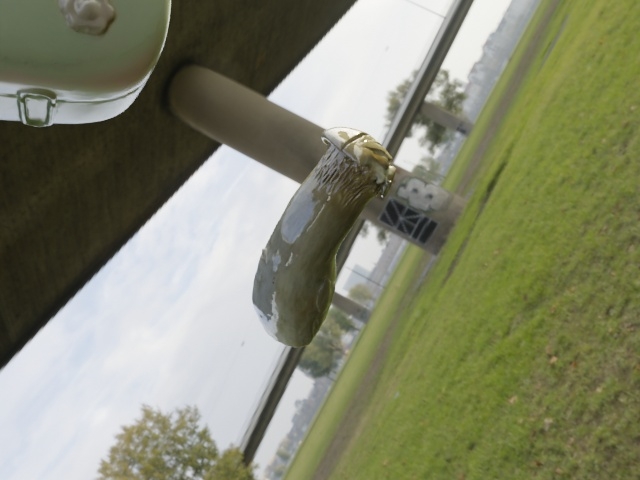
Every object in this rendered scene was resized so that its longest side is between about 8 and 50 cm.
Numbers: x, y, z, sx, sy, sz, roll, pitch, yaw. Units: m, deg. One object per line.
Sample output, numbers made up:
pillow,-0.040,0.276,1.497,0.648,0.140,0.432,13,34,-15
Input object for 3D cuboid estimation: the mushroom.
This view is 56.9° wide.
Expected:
mushroom,-0.004,-0.001,0.538,0.081,0.092,0.223,62,142,44

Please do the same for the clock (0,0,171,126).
clock,-0.225,-0.239,0.345,0.109,0.265,0.324,168,103,-65
